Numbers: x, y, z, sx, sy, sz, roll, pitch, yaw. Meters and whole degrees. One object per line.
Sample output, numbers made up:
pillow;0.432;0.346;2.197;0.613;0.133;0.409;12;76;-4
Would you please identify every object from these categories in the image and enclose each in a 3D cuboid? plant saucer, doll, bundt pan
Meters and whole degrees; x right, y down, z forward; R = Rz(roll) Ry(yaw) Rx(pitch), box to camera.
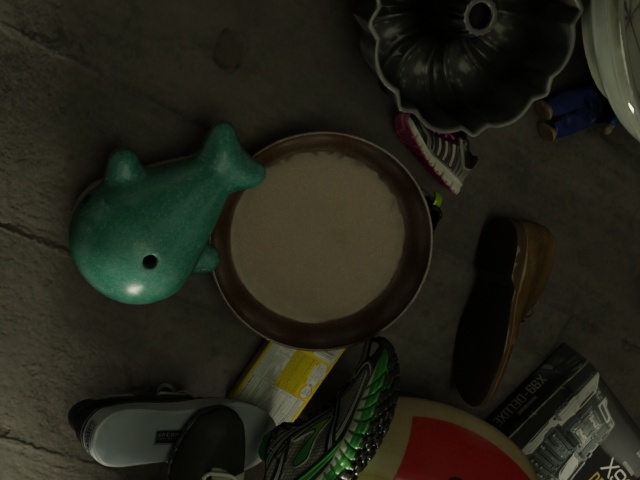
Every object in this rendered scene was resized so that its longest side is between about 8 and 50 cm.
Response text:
plant saucer;0.000;0.000;1.600;0.310;0.050;0.311;-1;103;-5
doll;0.420;-0.218;1.765;0.189;0.046;0.129;-22;118;-16
plant saucer;0.464;-0.308;1.665;0.400;0.100;0.401;3;86;-53
bundt pan;0.188;-0.315;1.573;0.330;0.124;0.331;-9;112;-22

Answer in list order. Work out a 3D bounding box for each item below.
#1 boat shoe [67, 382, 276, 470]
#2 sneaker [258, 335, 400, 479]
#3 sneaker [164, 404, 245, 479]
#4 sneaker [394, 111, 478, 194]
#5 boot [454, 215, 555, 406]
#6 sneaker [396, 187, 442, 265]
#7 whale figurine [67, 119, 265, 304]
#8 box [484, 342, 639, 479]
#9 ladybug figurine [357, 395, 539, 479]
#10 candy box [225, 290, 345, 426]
boat shoe;-0.204;0.261;1.609;0.306;0.105;0.113;3;104;-38
sneaker;-0.005;0.278;1.598;0.344;0.146;0.134;-58;164;-1
sneaker;-0.140;0.387;1.523;0.122;0.146;0.331;17;82;-38
sneaker;0.171;-0.143;1.666;0.075;0.063;0.170;-47;126;-3
boot;0.294;0.117;1.802;0.115;0.112;0.305;4;105;-38
sneaker;0.104;0.028;1.675;0.084;0.097;0.235;19;100;-29
whale figurine;-0.192;-0.030;1.477;0.272;0.141;0.216;-37;119;-1
box;0.419;0.362;1.962;0.242;0.076;0.307;-42;120;-5
ladybug figurine;0.166;0.408;1.767;0.449;0.162;0.305;26;113;-21
candy box;-0.041;0.179;1.683;0.105;0.027;0.206;33;99;-17
